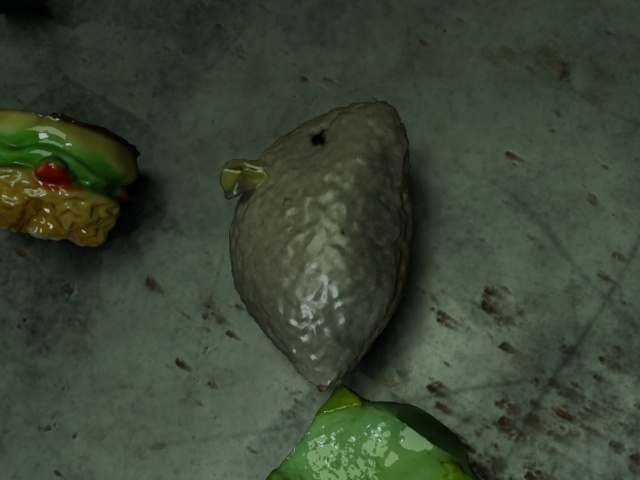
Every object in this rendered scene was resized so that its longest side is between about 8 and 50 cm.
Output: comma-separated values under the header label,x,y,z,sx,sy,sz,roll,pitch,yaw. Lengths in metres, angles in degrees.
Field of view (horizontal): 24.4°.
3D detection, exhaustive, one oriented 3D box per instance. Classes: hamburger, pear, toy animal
label,x,y,z,sx,sy,sz,roll,pitch,yaw
hamburger,-0.356,-0.074,1.918,0.237,0.237,0.148,12,80,16
pear,0.074,0.337,1.718,0.282,0.176,0.286,36,84,18
toy animal,-0.001,0.007,1.830,0.227,0.188,0.358,1,73,24

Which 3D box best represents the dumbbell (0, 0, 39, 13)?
label,x,y,z,sx,sy,sz,roll,pitch,yaw
dumbbell,-0.555,-0.358,2.069,0.388,0.185,0.185,-25,69,4
